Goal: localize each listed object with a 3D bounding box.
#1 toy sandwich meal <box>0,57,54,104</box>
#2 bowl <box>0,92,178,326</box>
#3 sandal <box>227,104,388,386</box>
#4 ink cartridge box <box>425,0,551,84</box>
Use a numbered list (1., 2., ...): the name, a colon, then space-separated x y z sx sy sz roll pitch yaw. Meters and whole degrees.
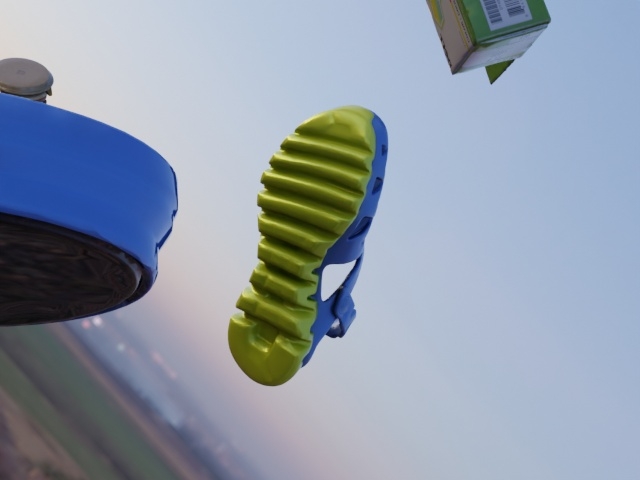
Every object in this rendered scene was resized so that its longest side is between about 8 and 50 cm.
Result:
1. toy sandwich meal: -0.346 -0.180 1.887 0.085 0.086 0.029 43 -45 36
2. bowl: -0.296 -0.012 1.149 0.391 0.391 0.077 70 20 -73
3. sandal: 0.000 0.000 1.766 0.126 0.317 0.138 32 22 28
4. ink cartridge box: 0.169 -0.291 1.951 0.255 0.097 0.188 127 -55 -75
